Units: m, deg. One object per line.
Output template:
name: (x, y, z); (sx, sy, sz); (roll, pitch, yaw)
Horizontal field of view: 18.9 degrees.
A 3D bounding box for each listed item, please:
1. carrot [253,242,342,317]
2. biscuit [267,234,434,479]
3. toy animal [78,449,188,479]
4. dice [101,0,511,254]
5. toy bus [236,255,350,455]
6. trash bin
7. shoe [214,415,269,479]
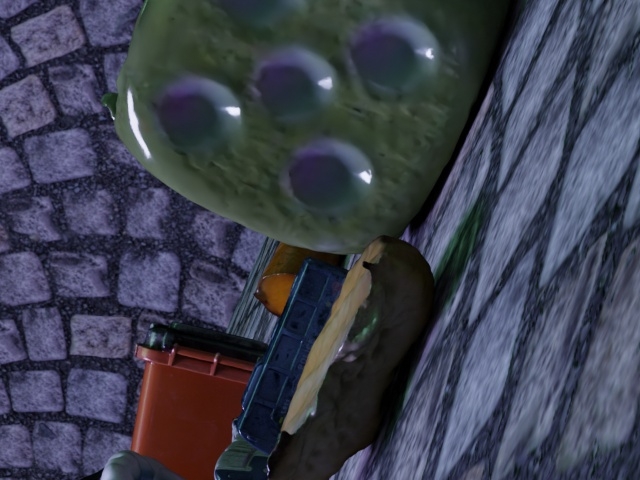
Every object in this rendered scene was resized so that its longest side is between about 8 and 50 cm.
carrot: (0.000, 0.000, 1.932); (0.072, 0.072, 0.205); (-65, -2, 41)
biscuit: (0.025, 0.074, 1.230); (0.118, 0.061, 0.183); (-76, 10, -70)
toy animal: (-0.184, 0.321, 1.803); (0.208, 0.204, 0.156); (-51, 20, -1)
dice: (-0.006, -0.160, 1.460); (0.252, 0.254, 0.250); (-75, 10, -65)
toy bus: (-0.017, 0.098, 1.585); (0.047, 0.065, 0.166); (-135, 68, -84)
trash bin: (-0.130, 0.208, 1.961); (0.184, 0.161, 0.239); (149, 134, -83)
shoe: (-0.053, 0.196, 1.658); (0.143, 0.064, 0.071); (-66, -19, -64)
